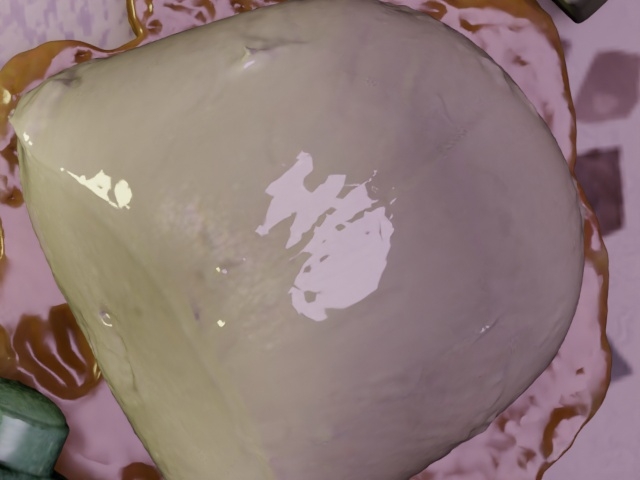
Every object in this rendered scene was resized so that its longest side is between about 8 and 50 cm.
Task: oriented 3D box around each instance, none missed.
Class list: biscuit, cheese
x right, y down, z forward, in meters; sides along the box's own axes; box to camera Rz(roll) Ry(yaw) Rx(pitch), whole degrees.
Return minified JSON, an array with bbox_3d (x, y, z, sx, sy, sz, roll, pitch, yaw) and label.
[{"bbox_3d":[-0.012,0.020,0.729,0.269,0.051,0.376,-11,96,-7],"label":"biscuit"},{"bbox_3d":[0.000,0.000,0.630,0.189,0.154,0.198,-27,96,-8],"label":"cheese"}]

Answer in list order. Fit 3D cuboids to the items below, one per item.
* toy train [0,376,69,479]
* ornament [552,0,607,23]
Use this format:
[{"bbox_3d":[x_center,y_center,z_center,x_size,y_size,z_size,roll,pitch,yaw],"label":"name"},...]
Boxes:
[{"bbox_3d":[-0.199,0.172,0.665,0.116,0.177,0.285,22,92,-53],"label":"toy train"},{"bbox_3d":[0.181,-0.206,0.705,0.285,0.130,0.120,-31,87,-6],"label":"ornament"}]
